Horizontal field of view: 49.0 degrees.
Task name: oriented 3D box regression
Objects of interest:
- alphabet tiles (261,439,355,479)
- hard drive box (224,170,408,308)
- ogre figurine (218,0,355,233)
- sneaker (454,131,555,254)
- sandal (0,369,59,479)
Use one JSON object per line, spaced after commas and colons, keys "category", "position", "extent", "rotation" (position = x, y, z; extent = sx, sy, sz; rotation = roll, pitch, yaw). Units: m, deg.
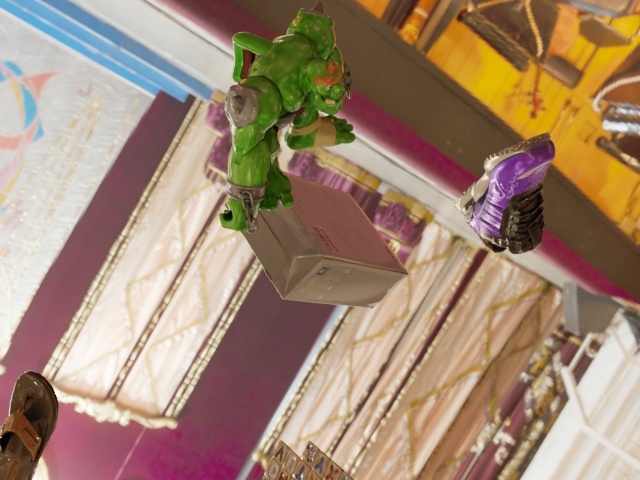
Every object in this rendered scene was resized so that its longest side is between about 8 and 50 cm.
{"category": "alphabet tiles", "position": [-0.040, 0.490, 1.341], "extent": [0.009, 0.198, 0.237], "rotation": [24, 180, -37]}
{"category": "hard drive box", "position": [0.000, 0.000, 1.028], "extent": [0.232, 0.089, 0.181], "rotation": [13, -144, -53]}
{"category": "ogre figurine", "position": [-0.028, -0.107, 0.572], "extent": [0.097, 0.197, 0.118], "rotation": [37, 151, 29]}
{"category": "sneaker", "position": [0.318, -0.058, 1.118], "extent": [0.293, 0.102, 0.146], "rotation": [105, 140, -72]}
{"category": "sandal", "position": [-0.496, 0.324, 1.148], "extent": [0.090, 0.219, 0.060], "rotation": [20, 179, 11]}
